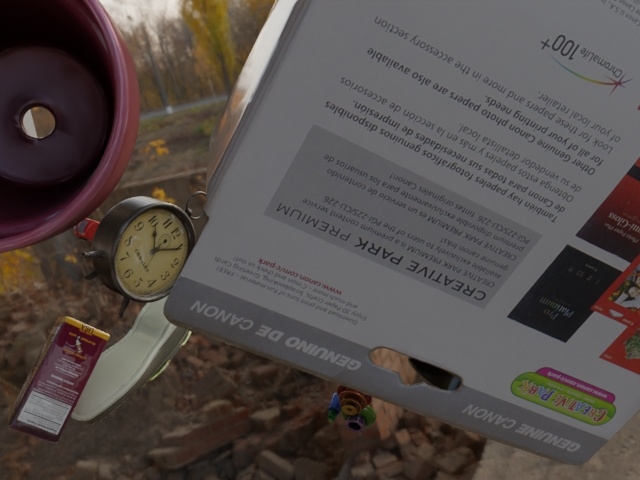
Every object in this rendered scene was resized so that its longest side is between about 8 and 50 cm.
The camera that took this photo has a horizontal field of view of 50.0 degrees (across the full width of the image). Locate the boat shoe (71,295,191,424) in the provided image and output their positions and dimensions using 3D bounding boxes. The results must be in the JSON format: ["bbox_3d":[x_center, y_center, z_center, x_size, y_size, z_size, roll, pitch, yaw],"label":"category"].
[{"bbox_3d":[-0.345,0.229,1.299,0.109,0.091,0.305,18,53,27],"label":"boat shoe"}]

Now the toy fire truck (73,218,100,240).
[{"bbox_3d":[-0.427,0.006,1.500,0.192,0.047,0.135,27,-13,-38],"label":"toy fire truck"}]

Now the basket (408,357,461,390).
[{"bbox_3d":[0.241,0.105,0.907,0.226,0.154,0.204,-55,-13,-11],"label":"basket"}]

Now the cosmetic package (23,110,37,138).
[{"bbox_3d":[-0.660,-0.137,1.302,0.224,0.224,0.138,6,41,3],"label":"cosmetic package"}]

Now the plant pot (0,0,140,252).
[{"bbox_3d":[-0.227,-0.098,0.500,0.202,0.201,0.180,-17,8,-6],"label":"plant pot"}]

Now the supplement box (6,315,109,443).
[{"bbox_3d":[-0.432,0.226,1.131,0.104,0.081,0.188,-15,50,62],"label":"supplement box"}]

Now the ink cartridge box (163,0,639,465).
[{"bbox_3d":[0.100,-0.036,0.408,0.310,0.271,0.130,24,24,-17],"label":"ink cartridge box"}]

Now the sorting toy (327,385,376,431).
[{"bbox_3d":[0.040,0.232,0.931,0.061,0.101,0.042,6,41,18],"label":"sorting toy"}]

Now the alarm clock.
[{"bbox_3d":[-0.213,-0.002,0.881,0.064,0.129,0.192,20,50,39],"label":"alarm clock"}]
